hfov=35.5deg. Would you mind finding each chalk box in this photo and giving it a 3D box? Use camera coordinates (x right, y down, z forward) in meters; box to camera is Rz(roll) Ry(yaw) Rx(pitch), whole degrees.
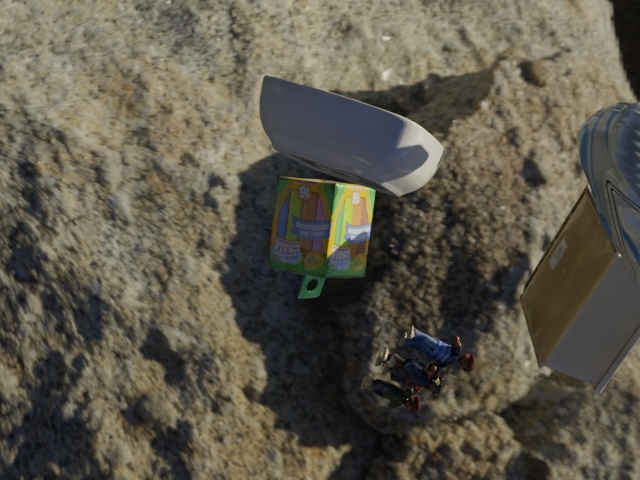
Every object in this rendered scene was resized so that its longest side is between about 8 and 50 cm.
[{"bbox_3d":[0.000,0.000,1.775,0.132,0.132,0.213,-1,98,-55],"label":"chalk box"}]

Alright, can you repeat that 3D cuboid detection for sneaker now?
[{"bbox_3d":[0.268,0.003,0.768,0.085,0.086,0.237,-26,98,-6],"label":"sneaker"}]

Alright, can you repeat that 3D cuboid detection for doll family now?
[{"bbox_3d":[0.145,0.190,1.446,0.111,0.193,0.076,28,61,-8],"label":"doll family"}]

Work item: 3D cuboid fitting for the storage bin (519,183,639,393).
[{"bbox_3d":[0.476,0.075,1.753,0.123,0.260,0.262,20,119,-10],"label":"storage bin"}]

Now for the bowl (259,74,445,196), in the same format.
[{"bbox_3d":[0.023,-0.078,0.810,0.142,0.142,0.053,19,90,19],"label":"bowl"}]
